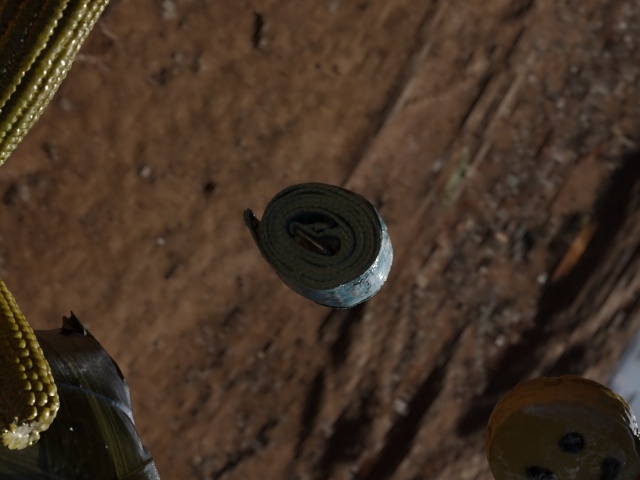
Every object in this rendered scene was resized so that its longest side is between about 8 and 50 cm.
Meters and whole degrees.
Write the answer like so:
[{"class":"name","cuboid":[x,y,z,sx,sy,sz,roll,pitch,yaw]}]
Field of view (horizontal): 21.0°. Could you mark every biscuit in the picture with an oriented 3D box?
[{"class":"biscuit","cuboid":[0.189,0.151,0.937,0.234,0.030,0.153,35,119,-18]}]

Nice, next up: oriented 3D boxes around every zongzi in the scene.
[{"class":"zongzi","cuboid":[-0.342,0.290,2.009,0.208,0.432,0.403,-45,153,25]}]

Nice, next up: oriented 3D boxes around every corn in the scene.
[{"class":"corn","cuboid":[-0.374,0.080,1.823,0.115,0.318,0.115,-31,155,-17]},{"class":"corn","cuboid":[-0.312,-0.226,1.835,0.131,0.131,0.344,15,109,-54]}]

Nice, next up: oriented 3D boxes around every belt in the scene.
[{"class":"belt","cuboid":[0.006,0.005,2.090,0.147,0.163,0.082,-30,152,-1]}]
